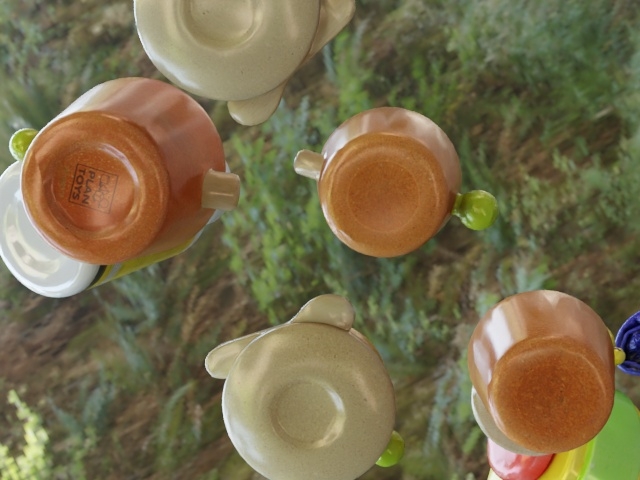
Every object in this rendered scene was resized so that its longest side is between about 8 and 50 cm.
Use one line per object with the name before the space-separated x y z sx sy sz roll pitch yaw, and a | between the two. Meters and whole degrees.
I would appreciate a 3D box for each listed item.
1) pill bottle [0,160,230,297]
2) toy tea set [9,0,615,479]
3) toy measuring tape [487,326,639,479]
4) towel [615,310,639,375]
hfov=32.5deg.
pill bottle | -0.150 -0.028 0.836 0.184 0.103 0.103 -24 -96 -55
toy tea set | 0.000 0.000 0.570 0.336 0.200 0.124 48 -167 -5
toy measuring tape | 0.166 0.216 0.795 0.121 0.121 0.330 48 -122 -71
towel | 0.411 0.070 1.025 0.308 0.227 0.076 8 -108 -63
